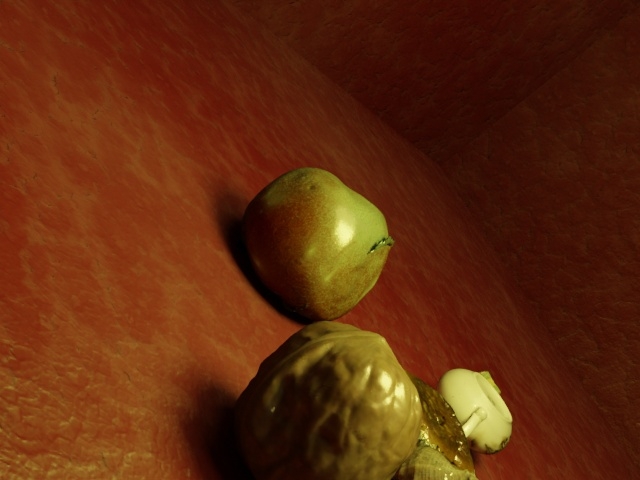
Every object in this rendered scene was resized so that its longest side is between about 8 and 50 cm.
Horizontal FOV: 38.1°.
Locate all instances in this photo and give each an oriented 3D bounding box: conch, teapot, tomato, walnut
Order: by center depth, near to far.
[{"bbox_3d":[0.011,0.243,1.275,0.227,0.273,0.273,39,18,-5],"label":"walnut"},{"bbox_3d":[0.233,0.441,1.597,0.178,0.245,0.162,-2,93,-49],"label":"conch"},{"bbox_3d":[0.000,0.000,1.800,0.303,0.239,0.303,42,17,-16],"label":"tomato"},{"bbox_3d":[0.324,0.381,2.027,0.204,0.139,0.298,56,15,9],"label":"teapot"}]

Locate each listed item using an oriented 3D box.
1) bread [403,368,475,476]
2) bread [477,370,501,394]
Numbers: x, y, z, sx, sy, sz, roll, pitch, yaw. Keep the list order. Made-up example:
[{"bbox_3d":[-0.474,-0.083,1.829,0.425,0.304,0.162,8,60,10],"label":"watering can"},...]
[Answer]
[{"bbox_3d":[0.198,0.363,1.781,0.192,0.110,0.210,39,20,-33],"label":"bread"},{"bbox_3d":[0.369,0.364,2.262,0.139,0.084,0.074,21,35,-58],"label":"bread"}]
